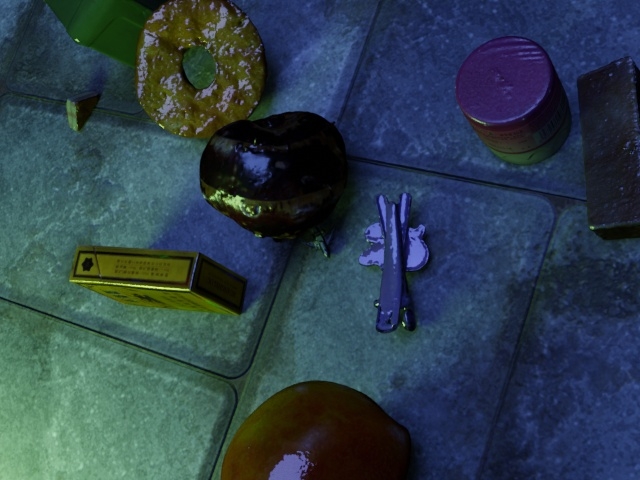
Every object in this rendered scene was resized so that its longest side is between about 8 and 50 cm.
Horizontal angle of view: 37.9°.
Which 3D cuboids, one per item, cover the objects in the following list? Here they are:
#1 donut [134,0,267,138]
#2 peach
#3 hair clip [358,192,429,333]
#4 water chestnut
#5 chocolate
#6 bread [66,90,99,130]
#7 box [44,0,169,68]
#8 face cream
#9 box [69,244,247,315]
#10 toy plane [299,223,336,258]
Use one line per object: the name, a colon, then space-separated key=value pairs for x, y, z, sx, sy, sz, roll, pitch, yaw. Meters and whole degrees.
donut: x=-0.256 y=-0.368 z=1.995 sx=0.302 sy=0.110 sz=0.303 roll=0 pitch=95 yaw=-4
peach: x=-0.001 y=0.392 z=1.571 sx=0.332 sy=0.308 sz=0.308 roll=-30 pitch=60 yaw=-5
hair clip: x=0.132 y=0.052 z=1.739 sx=0.137 sy=0.090 sz=0.279 roll=-6 pitch=65 yaw=25
water chestnut: x=-0.084 y=-0.110 z=1.808 sx=0.300 sy=0.300 sz=0.300 roll=-9 pitch=69 yaw=23
chocolate: x=0.514 y=-0.147 z=1.607 sx=0.111 sy=0.112 sz=0.321 roll=-12 pitch=67 yaw=31
bread: x=-0.577 y=-0.321 z=2.230 sx=0.043 sy=0.062 sz=0.109 roll=26 pitch=82 yaw=32
box: x=-0.446 y=-0.510 z=2.092 sx=0.178 sy=0.328 sz=0.253 roll=-52 pitch=56 yaw=16
face cream: x=0.349 y=-0.244 z=1.668 sx=0.175 sy=0.195 sz=0.175 roll=-9 pitch=67 yaw=22
box: x=-0.326 y=0.080 z=1.886 sx=0.301 sy=0.193 sz=0.084 roll=3 pitch=72 yaw=27
toy plane: x=0.000 y=0.000 z=1.848 sx=0.078 sy=0.031 sz=0.083 roll=-25 pitch=60 yaw=2
